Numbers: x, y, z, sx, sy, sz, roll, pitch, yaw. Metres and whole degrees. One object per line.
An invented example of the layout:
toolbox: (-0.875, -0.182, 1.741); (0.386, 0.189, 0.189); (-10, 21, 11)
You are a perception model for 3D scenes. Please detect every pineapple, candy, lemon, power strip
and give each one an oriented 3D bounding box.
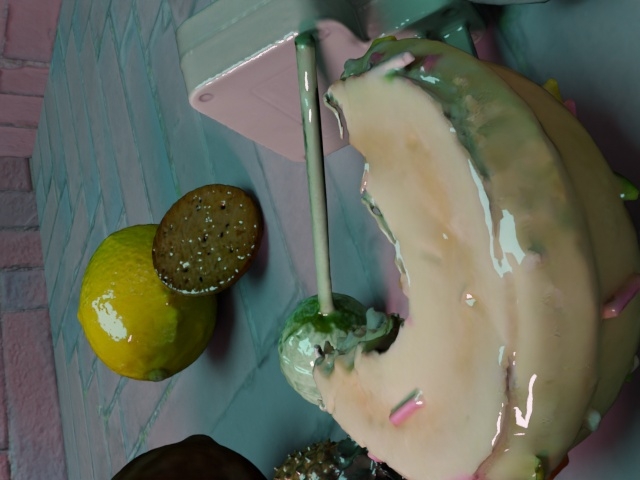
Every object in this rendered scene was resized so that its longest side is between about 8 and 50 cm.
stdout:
pineapple: (0.040, 0.244, 0.878); (0.251, 0.125, 0.125); (-46, 50, 47)
candy: (0.000, 0.000, 0.816); (0.119, 0.119, 0.440); (-125, 23, -48)
lemon: (-0.283, 0.098, 1.355); (0.233, 0.233, 0.288); (126, 144, -48)
power strip: (0.030, -0.166, 0.787); (0.261, 0.229, 0.141); (-24, 67, 23)

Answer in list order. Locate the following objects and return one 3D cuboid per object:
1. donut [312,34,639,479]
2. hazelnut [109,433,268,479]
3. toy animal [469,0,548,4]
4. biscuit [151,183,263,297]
donut: (0.114, 0.033, 0.650); (0.307, 0.150, 0.371); (37, 130, 51)
hazelnut: (-0.164, 0.447, 0.999); (0.421, 0.353, 0.420); (-16, -90, -83)
toy animal: (0.153, -0.306, 0.597); (0.187, 0.165, 0.235); (146, 118, -77)
biscuit: (-0.172, 0.000, 1.241); (0.188, 0.027, 0.187); (-9, 63, 19)
